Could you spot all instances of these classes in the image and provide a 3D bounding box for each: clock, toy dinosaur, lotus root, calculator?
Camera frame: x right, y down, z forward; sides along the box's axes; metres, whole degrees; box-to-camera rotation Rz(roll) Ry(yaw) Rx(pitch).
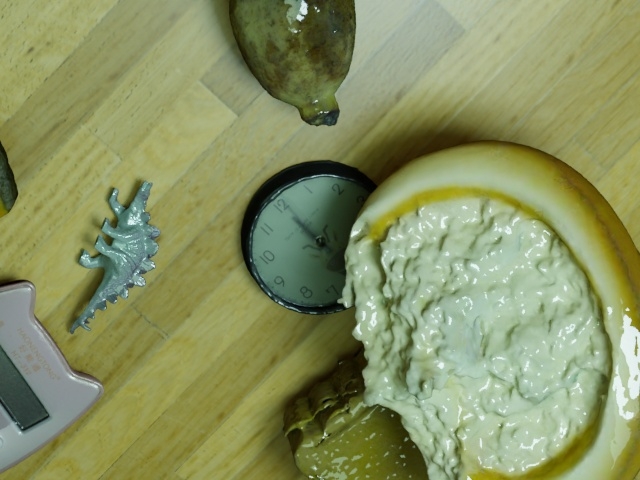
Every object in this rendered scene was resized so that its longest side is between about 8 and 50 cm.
[{"bbox_3d":[0.000,0.000,1.850,0.184,0.040,0.184,-3,110,-9],"label":"clock"},{"bbox_3d":[-0.234,0.026,1.818,0.082,0.039,0.209,25,104,-19],"label":"toy dinosaur"},{"bbox_3d":[-0.026,-0.225,1.723,0.138,0.138,0.214,-11,110,-6],"label":"lotus root"},{"bbox_3d":[-0.432,0.183,1.837,0.329,0.048,0.220,-29,112,3],"label":"calculator"}]

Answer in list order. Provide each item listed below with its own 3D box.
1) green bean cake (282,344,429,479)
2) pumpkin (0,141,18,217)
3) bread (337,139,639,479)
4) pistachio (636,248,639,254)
[{"bbox_3d":[0.092,0.237,1.902,0.224,0.131,0.230,-37,114,6],"label":"green bean cake"},{"bbox_3d":[-0.433,-0.049,1.723,0.248,0.126,0.131,-26,121,20],"label":"pumpkin"},{"bbox_3d":[0.200,0.101,1.758,0.329,0.245,0.424,-20,87,3],"label":"bread"},{"bbox_3d":[0.343,0.048,1.899,0.108,0.126,0.185,-18,123,43],"label":"pistachio"}]
